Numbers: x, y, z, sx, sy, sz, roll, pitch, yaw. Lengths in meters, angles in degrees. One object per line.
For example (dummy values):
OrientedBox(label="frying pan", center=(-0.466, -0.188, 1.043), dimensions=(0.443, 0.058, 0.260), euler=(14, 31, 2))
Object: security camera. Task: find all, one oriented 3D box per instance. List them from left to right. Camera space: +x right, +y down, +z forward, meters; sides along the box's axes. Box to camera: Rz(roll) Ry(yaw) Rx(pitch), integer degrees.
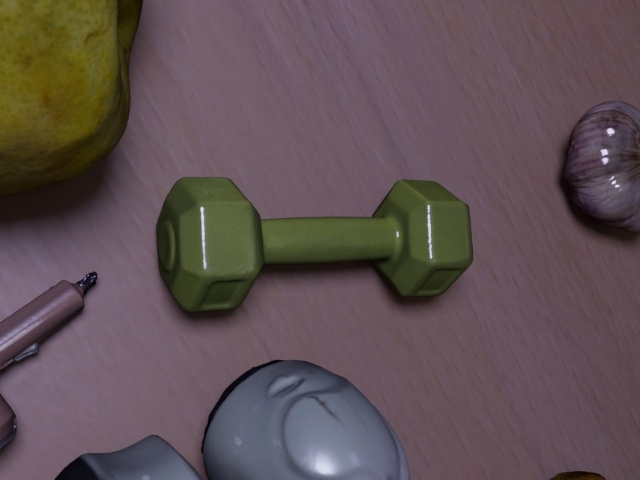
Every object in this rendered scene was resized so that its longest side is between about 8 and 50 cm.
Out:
OrientedBox(label="security camera", center=(-0.059, 0.209, 0.642), dimensions=(0.277, 0.191, 0.197), euler=(-27, 127, -27))

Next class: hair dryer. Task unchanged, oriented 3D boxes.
OrientedBox(label="hair dryer", center=(-0.251, 0.086, 0.638), dimensions=(0.182, 0.064, 0.117), euler=(-40, 102, -30))

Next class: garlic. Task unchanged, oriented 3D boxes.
OrientedBox(label="garlic", center=(0.345, -0.086, 0.932), dimensions=(0.159, 0.102, 0.147), euler=(53, 51, -24))

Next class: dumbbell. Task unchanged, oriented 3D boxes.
OrientedBox(label="dumbbell", center=(0.000, 0.000, 0.743), dimensions=(0.302, 0.121, 0.108), euler=(-2, 56, -26))

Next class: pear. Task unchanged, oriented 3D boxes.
OrientedBox(label="pear", center=(-0.266, -0.183, 0.535), dimensions=(0.304, 0.304, 0.303), euler=(3, 82, -26))

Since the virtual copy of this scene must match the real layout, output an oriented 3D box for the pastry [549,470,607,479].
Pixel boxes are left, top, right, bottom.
OrientedBox(label="pastry", center=(0.289, 0.307, 0.879), dimensions=(0.109, 0.057, 0.097), euler=(48, 68, -12))
